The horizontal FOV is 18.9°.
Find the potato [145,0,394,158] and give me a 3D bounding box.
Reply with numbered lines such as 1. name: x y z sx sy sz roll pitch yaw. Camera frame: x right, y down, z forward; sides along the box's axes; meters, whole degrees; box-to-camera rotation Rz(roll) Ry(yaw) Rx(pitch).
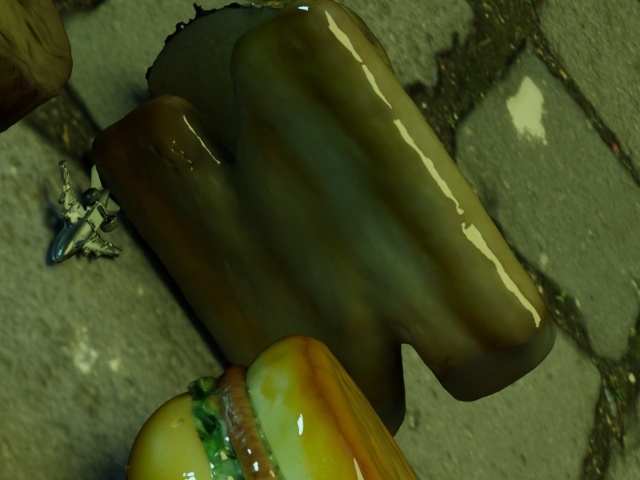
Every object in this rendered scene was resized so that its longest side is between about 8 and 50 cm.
1. potato: -0.028 -0.105 1.353 0.081 0.200 0.164 -35 104 -48

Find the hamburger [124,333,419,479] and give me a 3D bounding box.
1. hamburger: -0.020 0.187 1.156 0.246 0.170 0.246 61 6 -10

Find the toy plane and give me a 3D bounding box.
1. toy plane: -0.156 -0.013 1.271 0.078 0.031 0.083 59 28 -25

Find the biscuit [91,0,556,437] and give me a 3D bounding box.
1. biscuit: 0.000 0.000 1.285 0.290 0.237 0.062 54 35 -6

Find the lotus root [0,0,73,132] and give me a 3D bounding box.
1. lotus root: -0.275 -0.232 1.120 0.390 0.111 0.375 60 12 -6
